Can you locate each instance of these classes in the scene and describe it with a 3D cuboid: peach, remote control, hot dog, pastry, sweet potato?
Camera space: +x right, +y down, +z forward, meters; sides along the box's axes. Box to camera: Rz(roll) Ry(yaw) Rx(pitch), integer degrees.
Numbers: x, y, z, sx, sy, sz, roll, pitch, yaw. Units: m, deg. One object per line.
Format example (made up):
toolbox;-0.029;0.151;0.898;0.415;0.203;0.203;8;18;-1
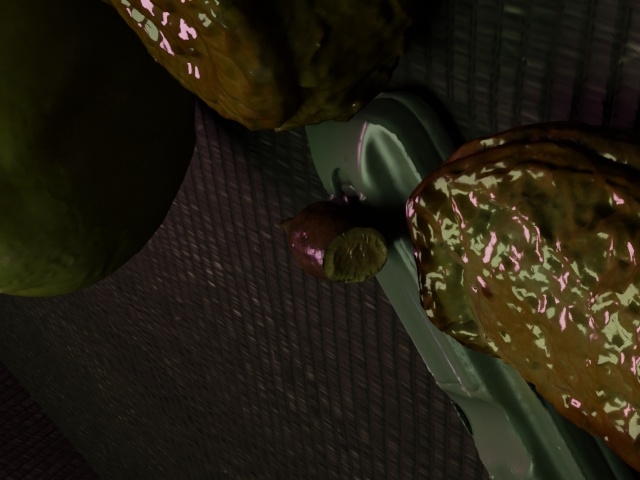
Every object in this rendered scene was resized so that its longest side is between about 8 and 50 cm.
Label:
peach;-0.246;-0.116;1.176;0.281;0.314;0.315;4;160;41
remote control;0.098;0.056;1.029;0.335;0.065;0.128;60;158;-15
hot dog;0.166;0.039;0.779;0.259;0.114;0.175;34;148;41
pastry;-0.049;-0.170;0.896;0.240;0.132;0.235;48;170;10
sweet potato;0.000;0.000;0.990;0.117;0.049;0.049;22;143;61
